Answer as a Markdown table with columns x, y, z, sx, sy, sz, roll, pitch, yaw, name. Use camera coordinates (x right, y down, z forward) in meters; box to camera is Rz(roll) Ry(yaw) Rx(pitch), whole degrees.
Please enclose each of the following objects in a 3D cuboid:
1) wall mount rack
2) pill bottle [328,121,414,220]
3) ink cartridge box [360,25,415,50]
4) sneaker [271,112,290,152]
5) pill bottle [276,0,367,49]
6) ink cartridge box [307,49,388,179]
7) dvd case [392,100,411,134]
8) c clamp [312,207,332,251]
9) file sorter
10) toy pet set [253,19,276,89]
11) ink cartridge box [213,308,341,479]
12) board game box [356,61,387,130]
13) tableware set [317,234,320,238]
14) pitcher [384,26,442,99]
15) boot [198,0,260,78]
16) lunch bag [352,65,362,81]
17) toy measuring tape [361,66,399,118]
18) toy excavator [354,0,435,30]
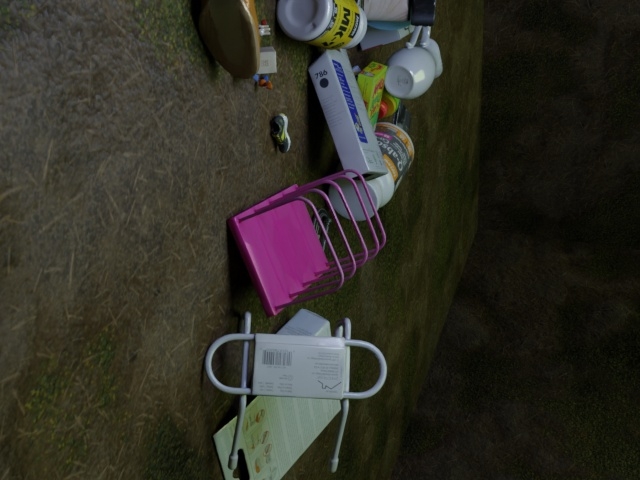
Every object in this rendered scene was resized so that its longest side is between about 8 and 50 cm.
| x | y | z | sx | sy | sz | roll | pitch | yaw | name |
| --- | --- | --- | --- | --- | --- | --- | --- | --- | --- |
| -0.055 | 0.296 | 1.437 | 0.130 | 0.350 | 0.304 | 137 | -43 | -74 | wall mount rack |
| 0.130 | -0.177 | 1.902 | 0.278 | 0.162 | 0.162 | -57 | 149 | -49 | pill bottle |
| 0.172 | -0.549 | 1.928 | 0.150 | 0.109 | 0.063 | -48 | 121 | -58 | ink cartridge box |
| -0.085 | -0.215 | 1.505 | 0.035 | 0.031 | 0.083 | -36 | 128 | -45 | sneaker |
| 0.010 | -0.452 | 1.503 | 0.208 | 0.119 | 0.119 | -14 | 111 | -63 | pill bottle |
| 0.056 | -0.299 | 1.683 | 0.165 | 0.065 | 0.332 | -8 | 80 | -69 | ink cartridge box |
| 0.254 | -0.320 | 2.385 | 0.164 | 0.018 | 0.221 | 21 | 79 | -70 | dvd case |
| 0.000 | 0.000 | 1.832 | 0.137 | 0.022 | 0.160 | 0 | 99 | -65 | c clamp |
| -0.009 | -0.011 | 1.472 | 0.202 | 0.182 | 0.291 | 68 | 27 | -8 | file sorter |
| -0.121 | -0.327 | 1.346 | 0.114 | 0.065 | 0.122 | -115 | -159 | -57 | toy pet set |
| -0.107 | 0.386 | 1.657 | 0.385 | 0.091 | 0.308 | -41 | 138 | -37 | ink cartridge box |
| 0.115 | -0.337 | 1.826 | 0.092 | 0.043 | 0.181 | -51 | 156 | -49 | board game box |
| -0.070 | 0.060 | 1.640 | 0.194 | 0.039 | 0.128 | -30 | 135 | -59 | tableware set |
| 0.235 | -0.460 | 1.874 | 0.207 | 0.126 | 0.177 | -46 | 135 | -48 | pitcher |
| -0.125 | -0.436 | 1.195 | 0.295 | 0.104 | 0.211 | 72 | 33 | -43 | boot |
| 0.083 | -0.383 | 1.845 | 0.071 | 0.053 | 0.083 | -56 | 145 | -39 | lunch bag |
| 0.169 | -0.349 | 2.007 | 0.330 | 0.121 | 0.121 | 66 | 38 | -56 | toy measuring tape |
| 0.178 | -0.745 | 1.805 | 0.445 | 0.222 | 0.432 | -68 | 160 | -68 | toy excavator |
